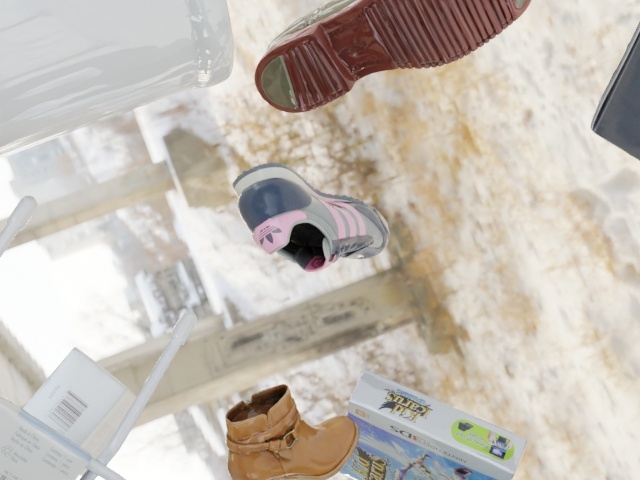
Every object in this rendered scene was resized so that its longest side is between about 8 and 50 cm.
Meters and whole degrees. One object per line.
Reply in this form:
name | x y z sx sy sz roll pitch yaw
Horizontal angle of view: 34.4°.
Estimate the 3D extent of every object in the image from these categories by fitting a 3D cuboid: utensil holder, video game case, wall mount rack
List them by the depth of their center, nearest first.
wall mount rack | -0.296 0.148 1.015 0.350 0.304 0.130 38 -173 -18
utensil holder | -0.332 -0.258 1.089 0.328 0.385 0.328 61 165 28
video game case | 0.153 0.317 1.507 0.244 0.061 0.269 23 148 13

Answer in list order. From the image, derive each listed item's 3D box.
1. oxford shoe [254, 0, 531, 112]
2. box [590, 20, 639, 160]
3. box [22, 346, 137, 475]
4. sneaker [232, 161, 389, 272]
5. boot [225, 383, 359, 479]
oxford shoe | 0.082 -0.272 1.242 0.130 0.348 0.123 -82 -29 -52
box | 0.454 -0.143 0.818 0.343 0.312 0.179 36 152 16
box | -0.315 0.227 1.346 0.091 0.130 0.170 37 166 6
sneaker | 0.000 0.000 1.472 0.319 0.112 0.131 20 -136 -48
boot | -0.033 0.237 1.298 0.073 0.197 0.152 22 133 42
